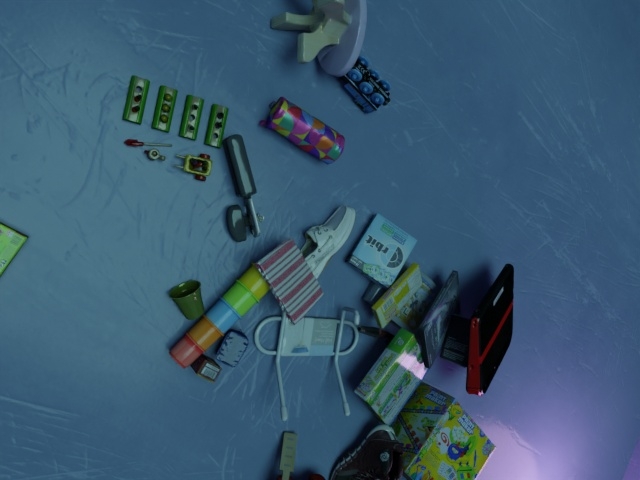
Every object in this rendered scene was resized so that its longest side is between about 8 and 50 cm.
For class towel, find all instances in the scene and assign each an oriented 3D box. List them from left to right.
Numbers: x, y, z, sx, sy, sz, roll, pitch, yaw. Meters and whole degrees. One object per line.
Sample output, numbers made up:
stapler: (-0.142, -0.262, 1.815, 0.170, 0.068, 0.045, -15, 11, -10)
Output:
towel: (-0.079, 0.108, 1.243, 0.144, 0.029, 0.197, -40, 106, -41)

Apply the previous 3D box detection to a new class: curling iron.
curling iron: (0.182, 0.291, 1.420, 0.035, 0.068, 0.274, -51, 142, 3)

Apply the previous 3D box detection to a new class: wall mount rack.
wall mount rack: (-0.016, 0.340, 1.331, 0.349, 0.130, 0.305, 8, 90, -28)

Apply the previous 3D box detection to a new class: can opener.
can opener: (-0.214, -0.136, 1.222, 0.093, 0.074, 0.281, -14, 100, -26)

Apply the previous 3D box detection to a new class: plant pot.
plant pot: (-0.335, 0.158, 1.182, 0.083, 0.083, 0.079, -26, 117, -24)

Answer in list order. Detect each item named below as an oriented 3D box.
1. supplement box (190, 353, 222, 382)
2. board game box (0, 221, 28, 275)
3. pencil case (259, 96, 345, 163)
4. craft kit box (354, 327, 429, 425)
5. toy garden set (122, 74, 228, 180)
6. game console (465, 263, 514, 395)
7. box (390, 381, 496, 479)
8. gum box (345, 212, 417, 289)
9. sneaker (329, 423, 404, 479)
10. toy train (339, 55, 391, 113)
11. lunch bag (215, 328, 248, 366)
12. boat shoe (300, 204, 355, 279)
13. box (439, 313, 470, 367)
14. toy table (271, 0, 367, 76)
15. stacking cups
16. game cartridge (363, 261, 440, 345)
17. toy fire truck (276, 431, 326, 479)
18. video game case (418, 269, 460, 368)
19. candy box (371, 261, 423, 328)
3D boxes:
supplement box: (-0.298, 0.331, 1.204, 0.055, 0.083, 0.043, 36, 77, -26)
board game box: (-0.721, 0.047, 0.980, 0.092, 0.043, 0.181, 35, 77, -25)
pencil case: (-0.044, -0.305, 1.291, 0.236, 0.104, 0.105, 27, 81, -25)
craft kit box: (0.236, 0.441, 1.466, 0.250, 0.060, 0.247, -49, 139, -17)
toy garden set: (-0.360, -0.272, 1.147, 0.244, 0.049, 0.204, 12, 88, -28)
game console: (0.586, 0.306, 1.589, 0.386, 0.060, 0.342, -36, 124, -45)
box: (0.387, 0.693, 1.546, 0.279, 0.177, 0.290, -47, 112, -17)
gum box: (0.191, 0.034, 1.443, 0.156, 0.041, 0.185, 34, 76, -5)
sneaker: (0.147, 0.710, 1.404, 0.106, 0.162, 0.281, 39, 90, -26)
toy train: (0.126, -0.460, 1.363, 0.184, 0.105, 0.080, 37, 67, -26)
lunch bag: (-0.238, 0.285, 1.246, 0.067, 0.065, 0.099, 31, 80, -11)
boat shoe: (0.000, 0.000, 1.333, 0.096, 0.098, 0.277, 39, 77, -26)
box: (0.496, 0.351, 1.595, 0.156, 0.093, 0.159, 29, 79, -56)
toy table: (0.006, -0.595, 1.231, 0.160, 0.252, 0.275, -3, 85, -45)
stacking cups: (-0.257, 0.198, 1.210, 0.316, 0.096, 0.096, -45, 112, -18)
game cartridge: (0.291, 0.193, 1.531, 0.297, 0.062, 0.198, 39, 80, -25)
toy fire truck: (-0.061, 0.710, 1.341, 0.216, 0.158, 0.247, 11, 99, -28)
video game case: (0.400, 0.259, 1.527, 0.274, 0.026, 0.196, -48, 137, -35)
candy box: (0.242, 0.170, 1.436, 0.206, 0.027, 0.105, -43, 140, -19)
